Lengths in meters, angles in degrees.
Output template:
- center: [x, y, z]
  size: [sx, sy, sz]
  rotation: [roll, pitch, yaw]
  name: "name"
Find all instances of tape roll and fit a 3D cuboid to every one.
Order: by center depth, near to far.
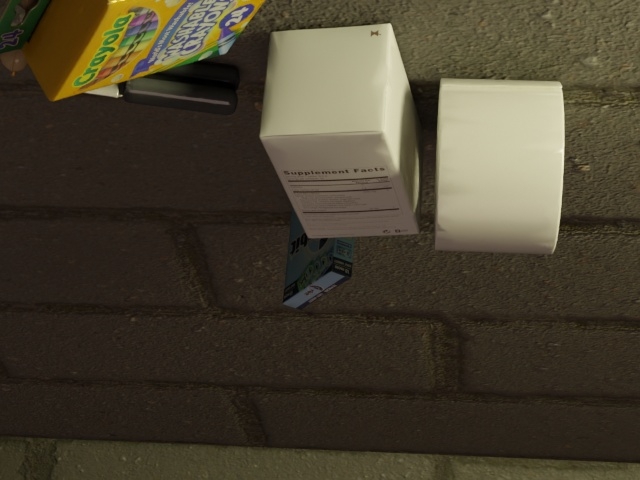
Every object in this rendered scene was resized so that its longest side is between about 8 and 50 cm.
- center: [0.245, -0.103, 1.962]
  size: [0.169, 0.246, 0.246]
  rotation: [2, 153, 5]
  name: "tape roll"

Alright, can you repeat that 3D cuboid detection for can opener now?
- center: [-0.251, -0.233, 1.970]
  size: [0.280, 0.074, 0.093]
  rotation: [10, 152, -11]
  name: "can opener"

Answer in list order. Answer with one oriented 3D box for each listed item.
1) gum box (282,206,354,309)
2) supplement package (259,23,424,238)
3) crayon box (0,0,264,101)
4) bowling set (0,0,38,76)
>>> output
- center: [0.000, 0.000, 2.266]
  size: [0.041, 0.184, 0.157]
  rotation: [19, 150, -26]
  name: "gum box"
- center: [0.037, -0.148, 1.978]
  size: [0.175, 0.178, 0.293]
  rotation: [-2, 152, 13]
  name: "supplement package"
- center: [-0.208, -0.268, 1.619]
  size: [0.323, 0.083, 0.203]
  rotation: [-21, 166, -37]
  name: "crayon box"
- center: [-0.379, -0.346, 1.635]
  size: [0.199, 0.154, 0.287]
  rotation: [23, 125, -5]
  name: "bowling set"
